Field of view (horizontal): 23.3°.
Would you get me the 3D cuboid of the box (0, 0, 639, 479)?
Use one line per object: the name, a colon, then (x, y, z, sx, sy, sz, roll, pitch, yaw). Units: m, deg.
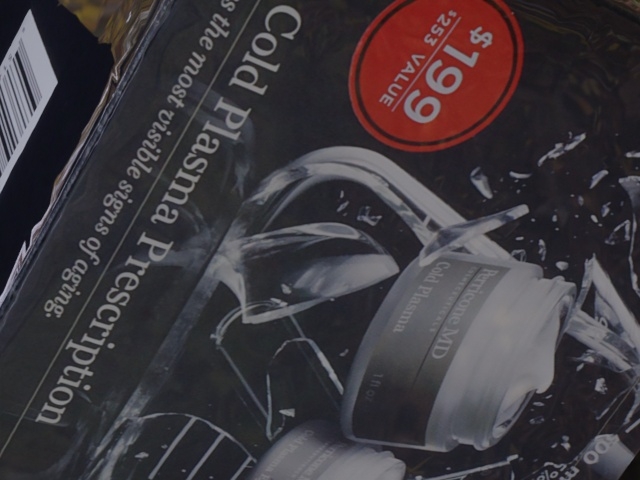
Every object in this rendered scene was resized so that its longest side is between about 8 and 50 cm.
box: (0.000, 0.000, 0.691, 0.343, 0.313, 0.179, -59, 33, 21)
